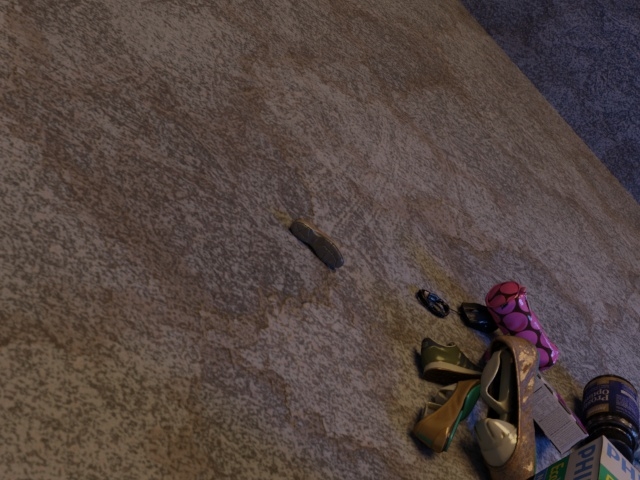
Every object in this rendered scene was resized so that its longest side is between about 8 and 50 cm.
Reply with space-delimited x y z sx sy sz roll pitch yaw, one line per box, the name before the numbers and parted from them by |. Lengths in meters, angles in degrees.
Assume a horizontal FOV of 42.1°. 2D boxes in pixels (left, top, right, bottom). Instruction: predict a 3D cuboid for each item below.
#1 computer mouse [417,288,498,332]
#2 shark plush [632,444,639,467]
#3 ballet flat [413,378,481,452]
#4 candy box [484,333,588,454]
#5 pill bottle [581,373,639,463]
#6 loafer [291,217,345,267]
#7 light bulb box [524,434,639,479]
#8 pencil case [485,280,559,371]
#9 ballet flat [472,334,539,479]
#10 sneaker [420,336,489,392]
computer mouse | 0.305 0.145 1.790 0.242 0.041 0.071 20 41 -35
shark plush | 0.703 0.491 1.896 0.161 0.073 0.067 45 45 -45
ballet flat | 0.232 0.300 1.504 0.073 0.080 0.232 23 23 19
candy box | 0.432 0.306 1.683 0.233 0.071 0.159 52 8 8
pill bottle | 0.633 0.401 1.815 0.123 0.123 0.219 43 31 -5
loafer | 0.000 0.000 1.591 0.125 0.045 0.039 41 25 -5
light bulb box | 0.349 0.523 1.111 0.358 0.361 0.225 45 31 -2
pencil case | 0.442 0.189 1.799 0.209 0.098 0.095 55 31 -22
ballet flat | 0.330 0.318 1.515 0.106 0.107 0.316 26 56 -26
sneaker | 0.269 0.237 1.619 0.192 0.064 0.086 19 44 -34
